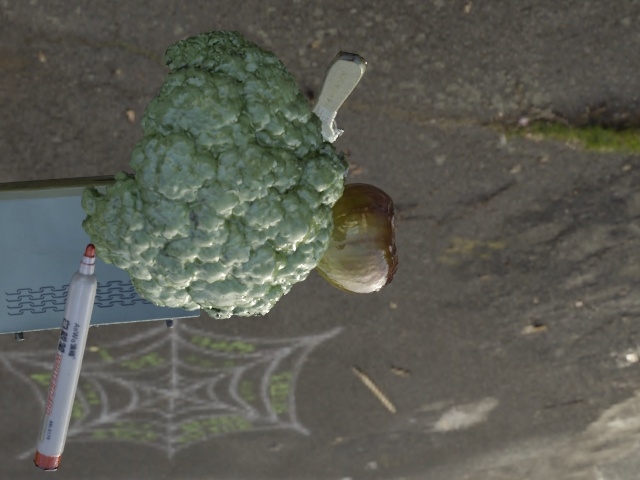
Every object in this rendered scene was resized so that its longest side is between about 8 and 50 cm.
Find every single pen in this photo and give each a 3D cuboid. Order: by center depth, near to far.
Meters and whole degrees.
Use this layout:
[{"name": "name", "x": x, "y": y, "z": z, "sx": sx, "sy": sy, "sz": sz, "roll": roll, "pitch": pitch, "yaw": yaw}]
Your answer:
[{"name": "pen", "x": -0.224, "y": 0.105, "z": 0.866, "sx": 0.026, "sy": 0.026, "sz": 0.218, "roll": 9, "pitch": 106, "yaw": -23}]

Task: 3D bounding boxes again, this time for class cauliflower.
[{"name": "cauliflower", "x": -0.109, "y": -0.062, "z": 1.001, "sx": 0.275, "sy": 0.250, "sz": 0.272, "roll": -45, "pitch": 129, "yaw": 8}]

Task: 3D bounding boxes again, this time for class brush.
[{"name": "brush", "x": 0.006, "y": -0.191, "z": 1.408, "sx": 0.085, "sy": 0.020, "sz": 0.336, "roll": 21, "pitch": 161, "yaw": -5}]

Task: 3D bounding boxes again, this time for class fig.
[{"name": "fig", "x": 0.015, "y": 0.001, "z": 1.367, "sx": 0.230, "sy": 0.160, "sz": 0.143, "roll": -7, "pitch": -168, "yaw": -44}]

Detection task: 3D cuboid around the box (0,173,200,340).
[{"name": "box", "x": -0.295, "y": 0.021, "z": 1.256, "sx": 0.270, "sy": 0.211, "sz": 0.045, "roll": -6, "pitch": -168, "yaw": -7}]
